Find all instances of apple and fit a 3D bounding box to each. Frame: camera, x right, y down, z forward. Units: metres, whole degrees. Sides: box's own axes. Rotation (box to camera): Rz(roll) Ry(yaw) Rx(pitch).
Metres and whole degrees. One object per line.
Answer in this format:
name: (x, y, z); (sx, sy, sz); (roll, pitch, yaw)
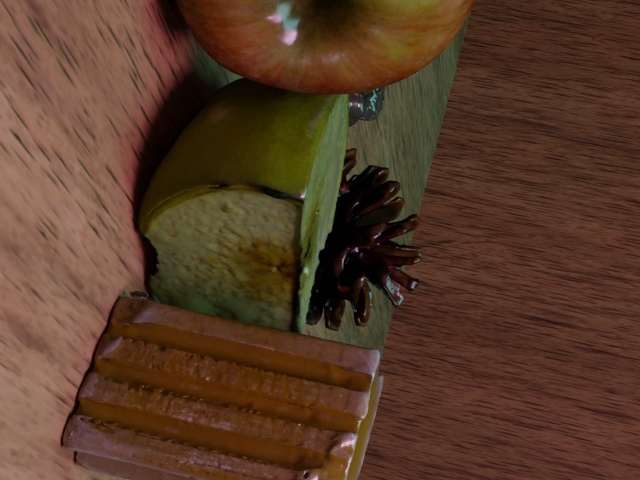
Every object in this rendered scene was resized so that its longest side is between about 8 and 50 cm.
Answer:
apple: (0.002, -0.290, 1.277); (0.277, 0.309, 0.250); (-38, -143, 33)

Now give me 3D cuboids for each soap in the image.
soap: (-0.089, 0.163, 1.281); (0.089, 0.274, 0.173); (81, 24, -59)

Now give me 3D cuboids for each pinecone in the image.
pinecone: (0.007, -0.006, 1.641); (0.264, 0.264, 0.264); (12, 90, -79)

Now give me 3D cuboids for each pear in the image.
pear: (-0.071, -0.074, 1.404); (0.286, 0.176, 0.282); (94, 11, -52)

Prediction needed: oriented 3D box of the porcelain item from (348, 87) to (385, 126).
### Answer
porcelain item: (0.041, -0.218, 2.081); (0.216, 0.069, 0.081); (-36, 142, -66)
